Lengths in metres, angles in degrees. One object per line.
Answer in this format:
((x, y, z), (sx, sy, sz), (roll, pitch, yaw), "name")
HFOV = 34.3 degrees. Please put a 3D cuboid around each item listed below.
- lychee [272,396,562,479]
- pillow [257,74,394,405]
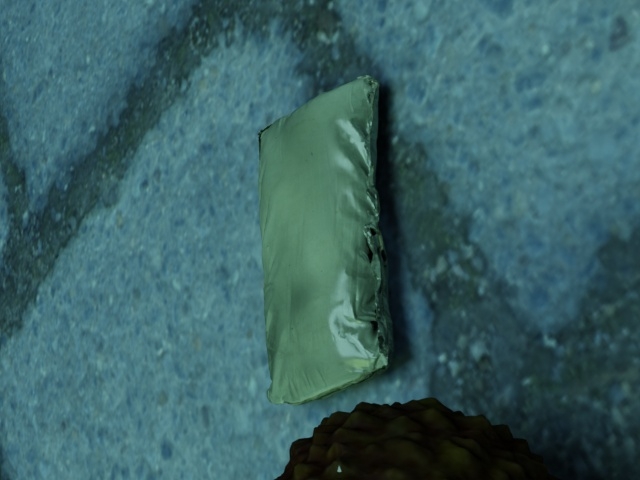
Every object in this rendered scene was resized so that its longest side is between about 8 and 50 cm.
((0.057, 0.222, 0.505), (0.271, 0.271, 0.271), (-14, 72, 48), "lychee")
((0.000, 0.000, 0.750), (0.128, 0.051, 0.229), (-20, 65, 43), "pillow")
